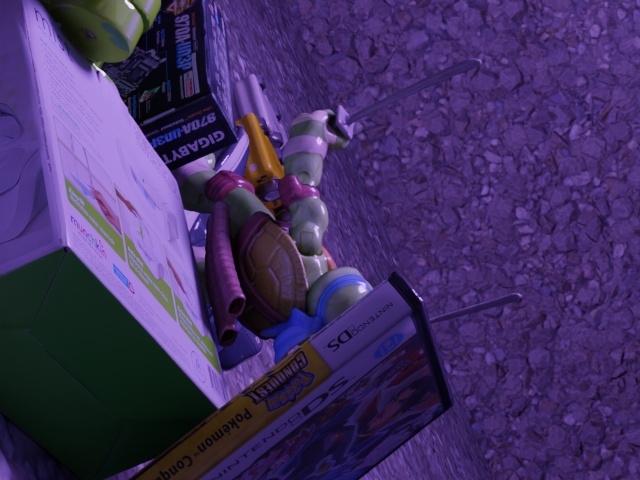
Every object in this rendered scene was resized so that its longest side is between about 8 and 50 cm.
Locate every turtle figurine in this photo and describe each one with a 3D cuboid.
[{"bbox_3d":[0.000,0.000,1.346,0.266,0.274,0.198,18,-28,48],"label":"turtle figurine"}]

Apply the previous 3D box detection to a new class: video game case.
[{"bbox_3d":[-0.016,0.152,1.247,0.035,0.248,0.275,50,-6,22],"label":"video game case"}]

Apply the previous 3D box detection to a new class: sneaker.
[{"bbox_3d":[-0.100,0.017,1.529,0.163,0.086,0.226,57,44,-31],"label":"sneaker"}]

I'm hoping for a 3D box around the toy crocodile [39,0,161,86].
[{"bbox_3d":[-0.174,-0.179,1.238,0.115,0.105,0.340,-67,-172,-21],"label":"toy crocodile"}]

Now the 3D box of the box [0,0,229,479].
[{"bbox_3d":[-0.178,-0.001,1.155,0.262,0.127,0.231,55,15,-54],"label":"box"}]

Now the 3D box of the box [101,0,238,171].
[{"bbox_3d":[-0.161,-0.119,1.404,0.220,0.175,0.051,-101,165,-57],"label":"box"}]

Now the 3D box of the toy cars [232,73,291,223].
[{"bbox_3d":[-0.088,-0.105,2.128,0.393,0.087,0.176,-96,166,-72],"label":"toy cars"}]
